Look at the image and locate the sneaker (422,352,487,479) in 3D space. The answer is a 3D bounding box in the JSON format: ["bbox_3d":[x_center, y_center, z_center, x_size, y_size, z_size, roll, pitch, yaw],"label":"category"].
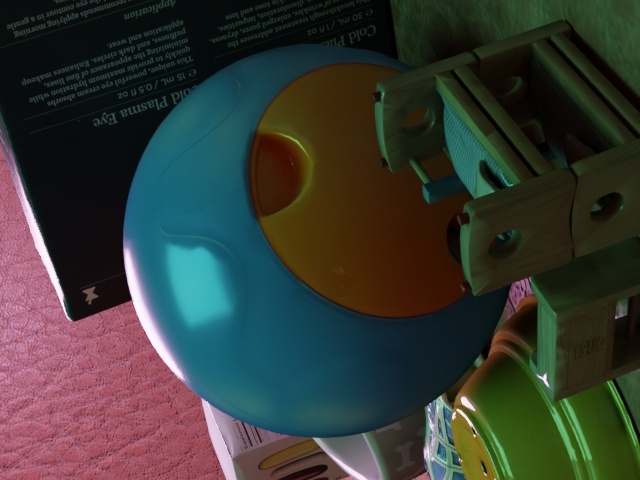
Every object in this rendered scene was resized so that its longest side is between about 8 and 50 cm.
[{"bbox_3d":[0.129,0.170,1.187,0.081,0.080,0.211,-164,54,-80],"label":"sneaker"}]

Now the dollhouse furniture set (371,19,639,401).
[{"bbox_3d":[0.119,-0.007,0.805,0.184,0.129,0.129,81,165,-44],"label":"dollhouse furniture set"}]

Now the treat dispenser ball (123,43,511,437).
[{"bbox_3d":[0.000,0.000,0.981,0.288,0.288,0.288,161,90,-79],"label":"treat dispenser ball"}]

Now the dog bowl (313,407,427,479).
[{"bbox_3d":[0.009,0.109,1.374,0.349,0.102,0.349,49,164,20],"label":"dog bowl"}]

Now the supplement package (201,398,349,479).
[{"bbox_3d":[-0.047,0.253,1.863,0.194,0.203,0.149,86,162,-55],"label":"supplement package"}]

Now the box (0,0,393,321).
[{"bbox_3d":[-0.120,-0.149,1.167,0.179,0.343,0.313,-127,21,-53],"label":"box"}]

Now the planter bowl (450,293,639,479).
[{"bbox_3d":[0.158,0.157,1.005,0.217,0.090,0.217,160,90,-79],"label":"planter bowl"}]
